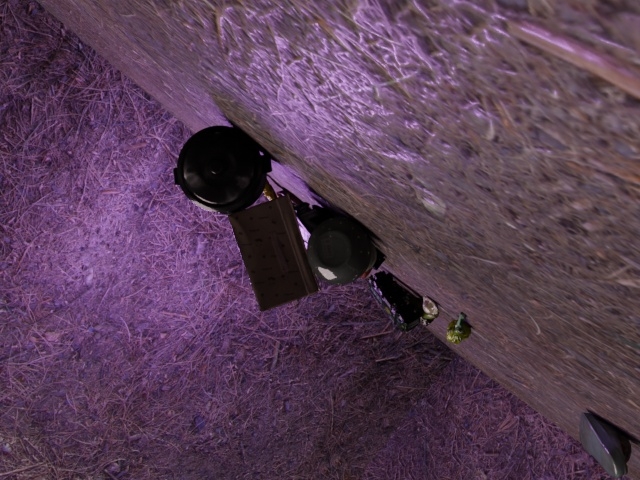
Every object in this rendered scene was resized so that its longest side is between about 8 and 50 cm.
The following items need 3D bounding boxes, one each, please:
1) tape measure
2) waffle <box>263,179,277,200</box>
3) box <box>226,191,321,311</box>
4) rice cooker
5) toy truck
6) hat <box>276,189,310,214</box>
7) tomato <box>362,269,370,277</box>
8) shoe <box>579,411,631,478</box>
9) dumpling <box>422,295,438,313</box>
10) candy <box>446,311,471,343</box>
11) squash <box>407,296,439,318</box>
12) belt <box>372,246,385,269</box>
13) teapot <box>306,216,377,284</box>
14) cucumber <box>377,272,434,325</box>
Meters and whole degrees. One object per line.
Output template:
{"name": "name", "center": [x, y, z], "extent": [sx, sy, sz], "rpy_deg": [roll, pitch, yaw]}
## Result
{"name": "tape measure", "center": [0.000, 0.000, 1.892], "extent": [0.207, 0.115, 0.235], "rpy_deg": [14, 124, 60]}
{"name": "waffle", "center": [-0.231, -0.229, 2.439], "extent": [0.194, 0.051, 0.149], "rpy_deg": [52, -179, -37]}
{"name": "box", "center": [-0.130, 0.035, 1.770], "extent": [0.225, 0.190, 0.297], "rpy_deg": [102, 151, -89]}
{"name": "rice cooker", "center": [-0.275, -0.196, 1.722], "extent": [0.280, 0.241, 0.227], "rpy_deg": [-6, 178, 2]}
{"name": "toy truck", "center": [0.280, 0.232, 2.294], "extent": [0.259, 0.088, 0.121], "rpy_deg": [55, 164, 32]}
{"name": "hat", "center": [-0.107, -0.118, 2.390], "extent": [0.205, 0.089, 0.205], "rpy_deg": [39, 177, 3]}
{"name": "tomato", "center": [0.098, 0.035, 2.082], "extent": [0.236, 0.095, 0.237], "rpy_deg": [38, 172, 7]}
{"name": "shoe", "center": [0.739, 0.517, 1.537], "extent": [0.100, 0.103, 0.251], "rpy_deg": [-4, -172, 6]}
{"name": "dumpling", "center": [0.372, 0.217, 2.035], "extent": [0.052, 0.057, 0.076], "rpy_deg": [3, -162, 9]}
{"name": "candy", "center": [0.423, 0.259, 1.826], "extent": [0.073, 0.077, 0.262], "rpy_deg": [35, 168, 19]}
{"name": "squash", "center": [0.387, 0.259, 2.279], "extent": [0.066, 0.066, 0.201], "rpy_deg": [40, 172, -20]}
{"name": "belt", "center": [0.148, 0.044, 1.903], "extent": [0.105, 0.058, 0.140], "rpy_deg": [43, 177, -13]}
{"name": "teapot", "center": [0.075, 0.035, 1.687], "extent": [0.183, 0.183, 0.251], "rpy_deg": [38, -173, 19]}
{"name": "cucumber", "center": [0.340, 0.232, 2.450], "extent": [0.293, 0.067, 0.067], "rpy_deg": [41, 178, 2]}
